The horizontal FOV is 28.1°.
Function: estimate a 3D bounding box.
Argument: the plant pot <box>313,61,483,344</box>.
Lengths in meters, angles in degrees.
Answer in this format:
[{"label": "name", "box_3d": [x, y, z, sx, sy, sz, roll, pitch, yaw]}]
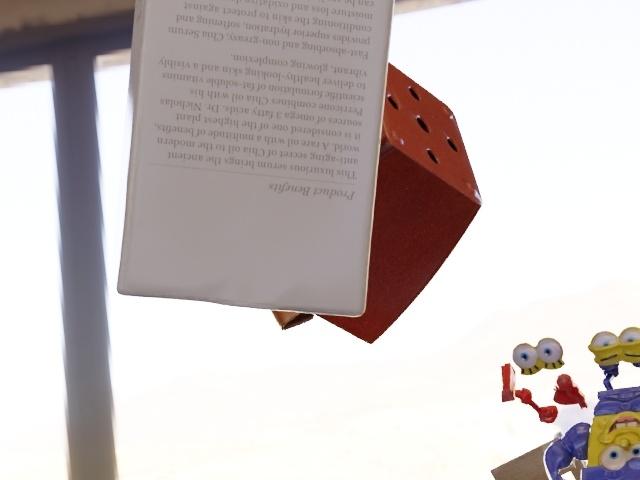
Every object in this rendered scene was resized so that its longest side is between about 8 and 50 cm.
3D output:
[{"label": "plant pot", "box_3d": [0.043, -0.076, 1.582, 0.236, 0.267, 0.267, -37, -47, 26]}]

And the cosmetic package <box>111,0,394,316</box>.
[{"label": "cosmetic package", "box_3d": [-0.062, -0.167, 1.203, 0.230, 0.453, 0.161, 6, 1, -12]}]

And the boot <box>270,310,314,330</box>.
[{"label": "boot", "box_3d": [0.000, 0.000, 2.072, 0.283, 0.220, 0.109, -27, -23, -9]}]

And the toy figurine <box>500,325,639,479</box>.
[{"label": "toy figurine", "box_3d": [0.384, 0.235, 1.435, 0.363, 0.217, 0.191, -9, -40, 21]}]

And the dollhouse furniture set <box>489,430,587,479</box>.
[{"label": "dollhouse furniture set", "box_3d": [0.371, 0.393, 2.093, 0.123, 0.144, 0.151, -29, -1, 13]}]
